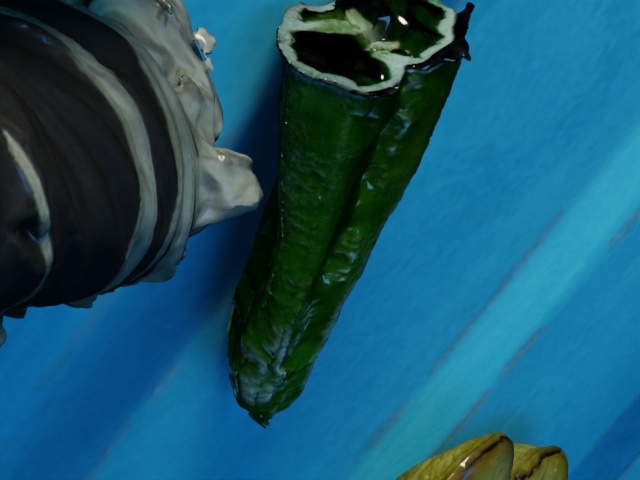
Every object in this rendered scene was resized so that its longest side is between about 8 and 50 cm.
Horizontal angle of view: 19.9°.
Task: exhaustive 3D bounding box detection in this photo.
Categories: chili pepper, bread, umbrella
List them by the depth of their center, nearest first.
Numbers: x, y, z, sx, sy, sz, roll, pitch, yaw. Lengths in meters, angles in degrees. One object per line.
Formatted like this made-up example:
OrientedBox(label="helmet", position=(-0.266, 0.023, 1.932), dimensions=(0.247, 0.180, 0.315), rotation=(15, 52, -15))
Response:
OrientedBox(label="umbrella", position=(-0.115, -0.019, 0.443), dimensions=(0.106, 0.113, 0.358), rotation=(-14, -177, 15))
OrientedBox(label="chili pepper", position=(0.000, 0.000, 0.746), dimensions=(0.088, 0.059, 0.227), rotation=(-24, 146, -36))
OrientedBox(label="bread", position=(0.079, 0.154, 1.017), dimensions=(0.149, 0.065, 0.187), rotation=(-41, 147, -24))
